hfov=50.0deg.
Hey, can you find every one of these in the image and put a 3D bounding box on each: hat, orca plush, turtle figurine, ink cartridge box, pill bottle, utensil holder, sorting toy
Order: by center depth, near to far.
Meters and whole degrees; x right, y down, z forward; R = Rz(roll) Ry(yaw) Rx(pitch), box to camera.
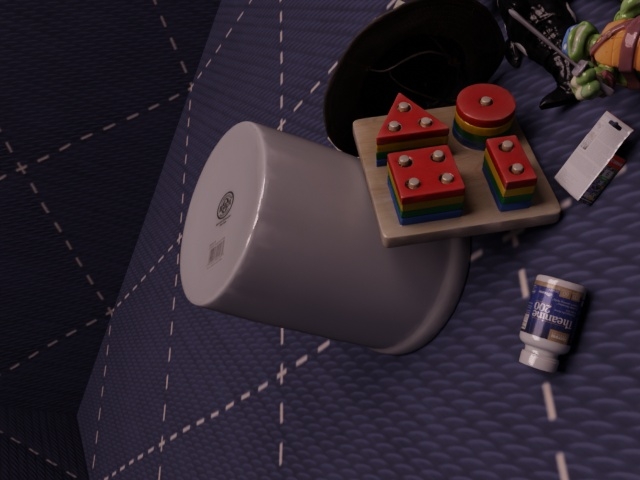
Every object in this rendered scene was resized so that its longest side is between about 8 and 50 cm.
[{"bbox_3d":[0.381,-0.249,0.789,0.266,0.275,0.198,25,60,40],"label":"turtle figurine"},{"bbox_3d":[0.303,0.110,0.908,0.067,0.067,0.120,16,90,61],"label":"pill bottle"},{"bbox_3d":[0.378,-0.111,0.934,0.115,0.029,0.063,-58,32,24],"label":"ink cartridge box"},{"bbox_3d":[0.194,-0.131,1.021,0.089,0.257,0.255,85,176,-50],"label":"sorting toy"},{"bbox_3d":[0.320,-0.327,1.068,0.151,0.102,0.287,-34,48,49],"label":"orca plush"},{"bbox_3d":[0.132,-0.291,1.151,0.331,0.331,0.134,-52,46,33],"label":"hat"},{"bbox_3d":[0.000,0.000,1.164,0.327,0.385,0.328,-36,45,47],"label":"utensil holder"}]

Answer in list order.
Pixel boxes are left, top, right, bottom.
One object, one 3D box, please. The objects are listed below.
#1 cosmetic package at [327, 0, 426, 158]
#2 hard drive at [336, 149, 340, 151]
[{"bbox_3d":[0.149,-0.287,1.332,0.309,0.113,0.160,-62,31,21],"label":"cosmetic package"},{"bbox_3d":[-0.073,-0.102,1.427,0.318,0.210,0.040,136,118,-76],"label":"hard drive"}]
